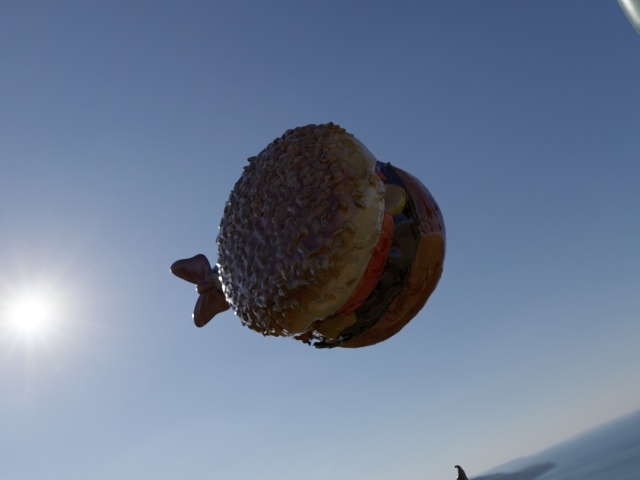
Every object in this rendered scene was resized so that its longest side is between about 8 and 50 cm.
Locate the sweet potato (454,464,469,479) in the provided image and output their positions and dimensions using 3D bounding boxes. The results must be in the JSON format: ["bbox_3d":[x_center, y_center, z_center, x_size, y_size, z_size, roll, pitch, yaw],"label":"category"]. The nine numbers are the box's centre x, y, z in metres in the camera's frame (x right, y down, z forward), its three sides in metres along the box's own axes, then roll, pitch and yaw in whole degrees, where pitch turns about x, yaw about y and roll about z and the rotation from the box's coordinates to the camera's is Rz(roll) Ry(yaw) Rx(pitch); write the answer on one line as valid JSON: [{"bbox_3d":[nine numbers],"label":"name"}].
[{"bbox_3d":[0.348,0.616,1.170,0.059,0.206,0.068,-15,-6,-32],"label":"sweet potato"}]

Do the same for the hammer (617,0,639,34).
[{"bbox_3d":[0.522,-0.424,0.622,0.335,0.207,0.119,-31,2,40],"label":"hammer"}]

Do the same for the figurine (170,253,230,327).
[{"bbox_3d":[-0.102,0.033,1.119,0.420,0.154,0.193,-23,-3,-41],"label":"figurine"}]

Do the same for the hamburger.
[{"bbox_3d":[0.000,0.000,0.777,0.330,0.330,0.250,-37,-39,26],"label":"hamburger"}]
